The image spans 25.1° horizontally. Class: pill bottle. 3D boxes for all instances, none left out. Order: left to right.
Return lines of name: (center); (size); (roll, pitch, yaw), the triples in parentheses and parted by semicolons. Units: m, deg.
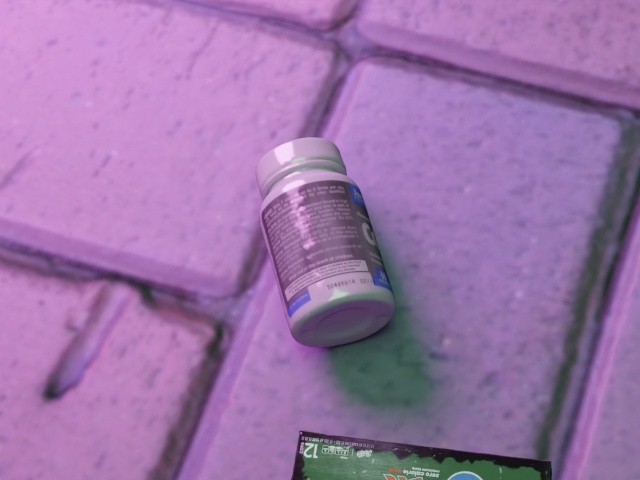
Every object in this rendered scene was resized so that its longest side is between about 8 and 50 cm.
pill bottle: (0.000, 0.000, 1.027); (0.078, 0.078, 0.137); (-16, 63, -2)

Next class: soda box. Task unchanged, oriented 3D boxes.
soda box: (0.066, 0.170, 0.946); (0.169, 0.053, 0.060); (5, 64, 10)
